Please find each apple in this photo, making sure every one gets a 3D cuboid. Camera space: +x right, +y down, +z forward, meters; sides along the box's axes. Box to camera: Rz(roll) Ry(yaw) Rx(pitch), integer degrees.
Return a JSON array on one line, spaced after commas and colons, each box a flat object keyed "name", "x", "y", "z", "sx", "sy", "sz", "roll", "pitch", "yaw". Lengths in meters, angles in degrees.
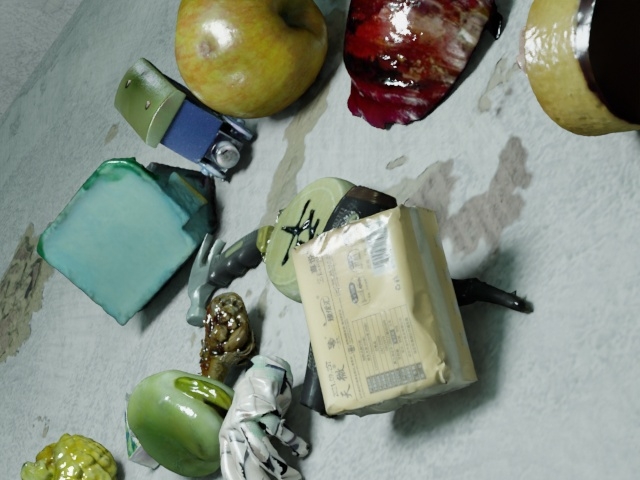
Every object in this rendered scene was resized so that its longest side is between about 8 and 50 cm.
[{"name": "apple", "x": -0.112, "y": -0.339, "z": 1.992, "sx": 0.264, "sy": 0.264, "sz": 0.264, "roll": -38, "pitch": 37, "yaw": 36}]

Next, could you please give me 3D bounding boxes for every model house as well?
[{"name": "model house", "x": -0.321, "y": -0.042, "z": 2.139, "sx": 0.280, "sy": 0.230, "sz": 0.249, "roll": -44, "pitch": 9, "yaw": 25}]

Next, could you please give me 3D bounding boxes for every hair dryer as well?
[{"name": "hair dryer", "x": 0.107, "y": 0.090, "z": 1.452, "sx": 0.359, "sy": 0.120, "sz": 0.304, "roll": 7, "pitch": 80, "yaw": 50}]

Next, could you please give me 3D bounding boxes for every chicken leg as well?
[{"name": "chicken leg", "x": -0.151, "y": 0.176, "z": 1.796, "sx": 0.125, "sy": 0.080, "sz": 0.196, "roll": -26, "pitch": 51, "yaw": 61}]

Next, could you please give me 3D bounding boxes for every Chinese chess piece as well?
[{"name": "Chinese chess piece", "x": 0.000, "y": 0.000, "z": 1.690, "sx": 0.188, "sy": 0.083, "sz": 0.188, "roll": -40, "pitch": 33, "yaw": 33}]

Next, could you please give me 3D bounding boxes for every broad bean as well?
[{"name": "broad bean", "x": -0.199, "y": 0.263, "z": 1.713, "sx": 0.228, "sy": 0.169, "sz": 0.100, "roll": -38, "pitch": -4, "yaw": 42}]

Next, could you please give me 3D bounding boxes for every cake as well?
[{"name": "cake", "x": 0.298, "y": -0.218, "z": 1.292, "sx": 0.178, "sy": 0.185, "sz": 0.208, "roll": 20, "pitch": 105, "yaw": 57}]

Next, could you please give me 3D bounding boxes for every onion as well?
[{"name": "onion", "x": 0.107, "y": -0.307, "z": 1.725, "sx": 0.280, "sy": 0.146, "sz": 0.314, "roll": -62, "pitch": 33, "yaw": 7}]

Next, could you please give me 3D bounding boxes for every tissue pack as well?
[{"name": "tissue pack", "x": -0.277, "y": 0.289, "z": 1.882, "sx": 0.085, "sy": 0.079, "sz": 0.111, "roll": -49, "pitch": 32, "yaw": 23}, {"name": "tissue pack", "x": 0.071, "y": 0.086, "z": 1.387, "sx": 0.186, "sy": 0.090, "sz": 0.222, "roll": -23, "pitch": 76, "yaw": 35}]

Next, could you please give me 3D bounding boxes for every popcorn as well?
[{"name": "popcorn", "x": -0.410, "y": 0.410, "z": 1.949, "sx": 0.173, "sy": 0.142, "sz": 0.173, "roll": -12, "pitch": 63, "yaw": 26}]

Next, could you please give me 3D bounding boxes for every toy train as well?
[{"name": "toy train", "x": -0.248, "y": -0.224, "z": 2.150, "sx": 0.131, "sy": 0.202, "sz": 0.299, "roll": -57, "pitch": 29, "yaw": 6}]

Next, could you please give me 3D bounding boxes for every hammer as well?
[{"name": "hammer", "x": -0.141, "y": 0.035, "z": 1.926, "sx": 0.226, "sy": 0.041, "sz": 0.159, "roll": -32, "pitch": 43, "yaw": 43}]

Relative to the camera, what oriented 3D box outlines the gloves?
[{"name": "gloves", "x": -0.085, "y": 0.266, "z": 1.577, "sx": 0.127, "sy": 0.111, "sz": 0.212, "roll": -27, "pitch": 36, "yaw": 38}]
